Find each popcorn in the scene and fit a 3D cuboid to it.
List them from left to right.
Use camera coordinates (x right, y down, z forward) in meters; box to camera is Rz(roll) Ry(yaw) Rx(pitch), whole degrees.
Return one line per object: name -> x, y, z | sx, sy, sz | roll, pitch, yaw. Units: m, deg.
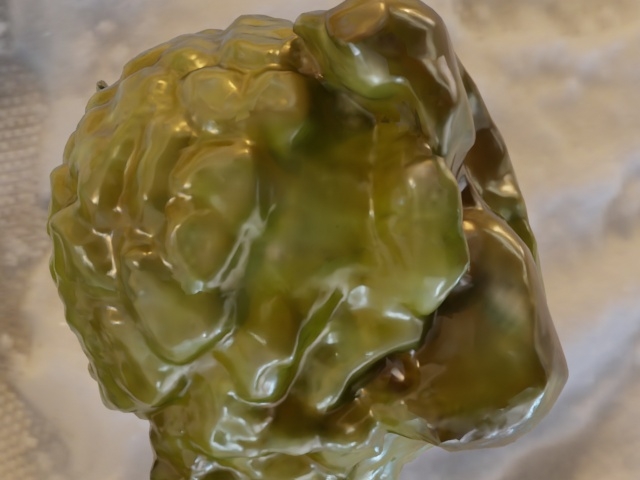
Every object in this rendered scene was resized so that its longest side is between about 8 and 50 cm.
popcorn -> 0.000, 0.000, 0.704 | 0.237, 0.251, 0.206 | 35, 46, -9
